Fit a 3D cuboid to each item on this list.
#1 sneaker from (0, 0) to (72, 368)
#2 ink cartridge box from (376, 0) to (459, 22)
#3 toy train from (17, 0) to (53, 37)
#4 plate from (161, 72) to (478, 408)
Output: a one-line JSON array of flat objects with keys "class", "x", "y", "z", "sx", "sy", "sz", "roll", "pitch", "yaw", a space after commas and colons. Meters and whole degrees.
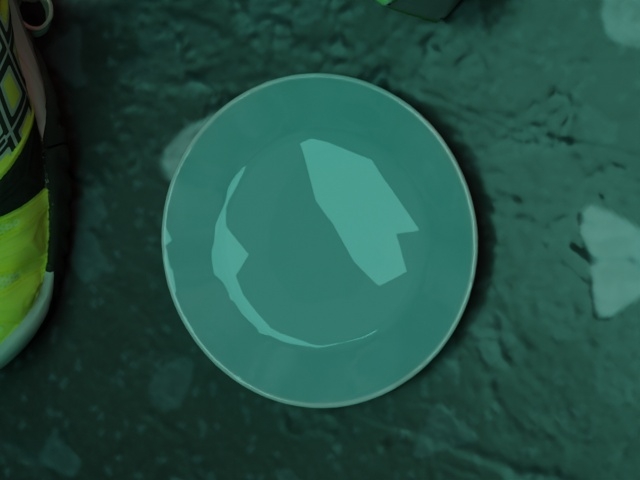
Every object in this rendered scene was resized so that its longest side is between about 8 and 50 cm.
[{"class": "sneaker", "x": -0.235, "y": -0.097, "z": 1.005, "sx": 0.145, "sy": 0.147, "sz": 0.384, "roll": 2, "pitch": 110, "yaw": 18}, {"class": "ink cartridge box", "x": 0.010, "y": -0.278, "z": 0.949, "sx": 0.273, "sy": 0.115, "sz": 0.198, "roll": 42, "pitch": 105, "yaw": 13}, {"class": "toy train", "x": -0.222, "y": -0.187, "z": 1.076, "sx": 0.166, "sy": 0.046, "sz": 0.125, "roll": 17, "pitch": 115, "yaw": 12}, {"class": "plate", "x": 0.000, "y": 0.000, "z": 1.015, "sx": 0.188, "sy": 0.024, "sz": 0.188, "roll": 1, "pitch": 93, "yaw": 20}]
